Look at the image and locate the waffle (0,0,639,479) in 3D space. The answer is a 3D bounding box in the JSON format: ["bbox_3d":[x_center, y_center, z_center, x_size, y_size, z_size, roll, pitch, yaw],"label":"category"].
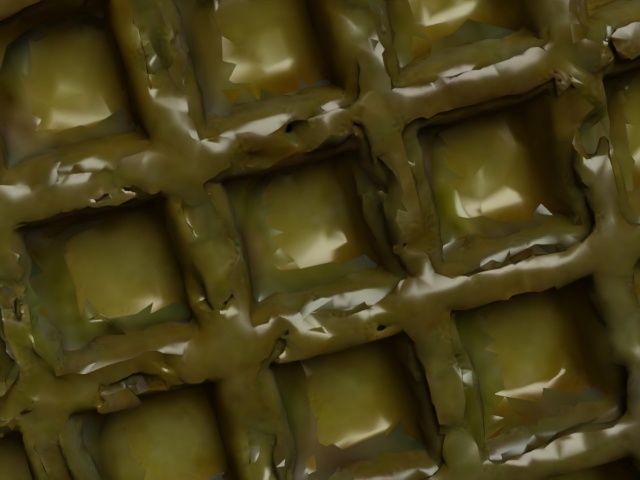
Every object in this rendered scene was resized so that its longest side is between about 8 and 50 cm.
[{"bbox_3d":[0.000,0.000,0.445,0.382,0.095,0.379,25,96,-13],"label":"waffle"}]
